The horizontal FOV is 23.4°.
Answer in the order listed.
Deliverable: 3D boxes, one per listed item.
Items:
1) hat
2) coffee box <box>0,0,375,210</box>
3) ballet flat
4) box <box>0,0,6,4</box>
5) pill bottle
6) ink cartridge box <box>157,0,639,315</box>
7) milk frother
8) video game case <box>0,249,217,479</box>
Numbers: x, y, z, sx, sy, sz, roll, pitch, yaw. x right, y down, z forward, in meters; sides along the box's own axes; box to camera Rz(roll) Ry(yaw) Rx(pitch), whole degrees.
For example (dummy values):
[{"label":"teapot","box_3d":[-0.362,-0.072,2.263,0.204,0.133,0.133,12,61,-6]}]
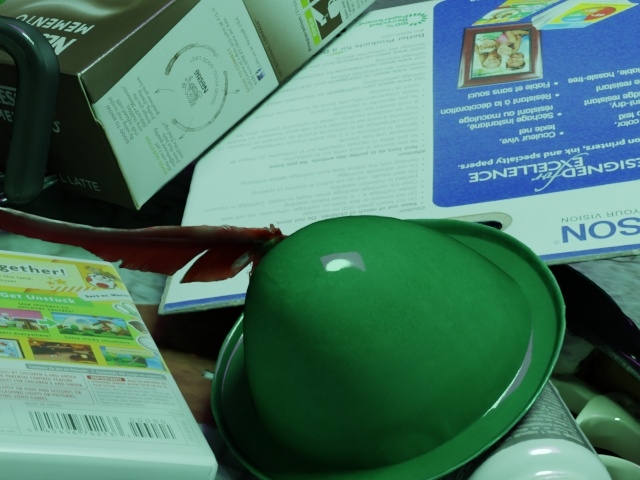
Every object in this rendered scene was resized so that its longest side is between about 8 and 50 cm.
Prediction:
[{"label":"hat","box_3d":[0.000,0.000,0.696,0.173,0.183,0.208,19,54,37]},{"label":"coffee box","box_3d":[-0.097,-0.140,0.992,0.141,0.098,0.246,13,46,40]},{"label":"ballet flat","box_3d":[0.148,0.085,0.846,0.096,0.095,0.280,-14,36,-37]},{"label":"box","box_3d":[-0.215,-0.203,1.168,0.262,0.127,0.231,30,40,30]},{"label":"pill bottle","box_3d":[0.094,0.114,0.737,0.078,0.078,0.137,12,21,-15]},{"label":"ink cartridge box","box_3d":[0.073,-0.050,0.939,0.303,0.072,0.307,-7,38,11]},{"label":"milk frother","box_3d":[-0.209,-0.077,0.878,0.129,0.135,0.143,6,9,-9]},{"label":"video game case","box_3d":[-0.184,0.054,0.740,0.227,0.026,0.206,7,23,-25]}]
